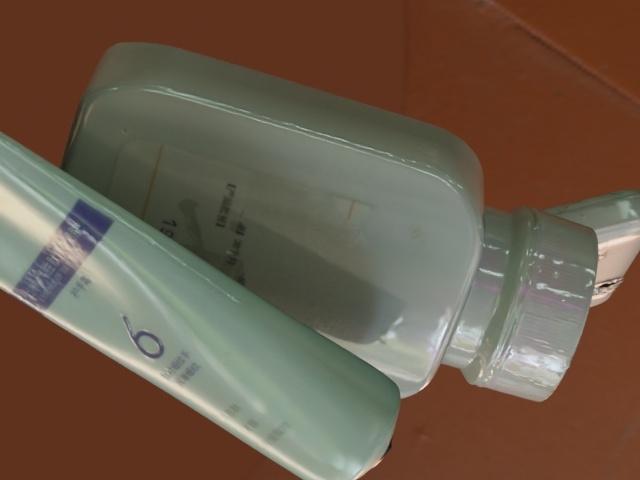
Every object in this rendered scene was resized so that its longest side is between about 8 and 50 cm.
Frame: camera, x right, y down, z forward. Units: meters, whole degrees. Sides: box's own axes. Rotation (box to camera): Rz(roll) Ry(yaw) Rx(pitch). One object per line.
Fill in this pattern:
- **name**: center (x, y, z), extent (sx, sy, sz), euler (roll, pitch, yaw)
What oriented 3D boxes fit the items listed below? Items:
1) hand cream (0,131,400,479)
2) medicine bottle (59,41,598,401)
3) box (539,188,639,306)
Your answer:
- **hand cream**: center (-0.099, 0.023, 0.830), extent (0.320, 0.109, 0.067), euler (34, 49, -10)
- **medicine bottle**: center (0.000, 0.000, 0.919), extent (0.296, 0.111, 0.161), euler (16, 120, -3)
- **box**: center (0.152, 0.023, 1.157), extent (0.142, 0.285, 0.044), euler (-15, 78, 0)
